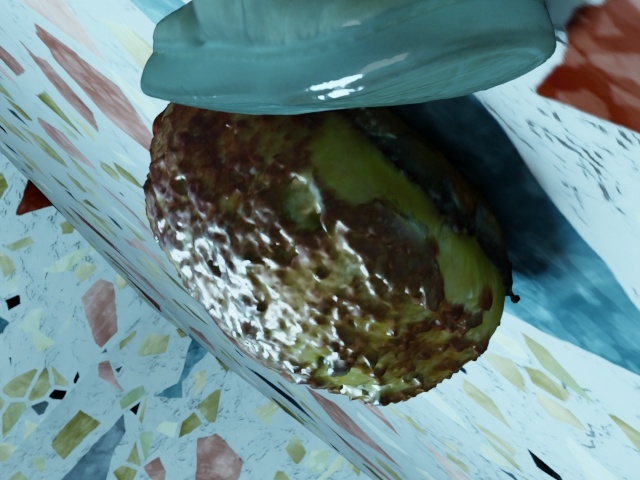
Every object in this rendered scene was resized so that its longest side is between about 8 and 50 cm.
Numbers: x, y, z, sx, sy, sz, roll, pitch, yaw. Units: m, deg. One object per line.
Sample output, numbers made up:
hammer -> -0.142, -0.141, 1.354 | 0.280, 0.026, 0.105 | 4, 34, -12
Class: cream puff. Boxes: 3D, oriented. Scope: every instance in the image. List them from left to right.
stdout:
cream puff -> 0.001, 0.001, 0.745 | 0.240, 0.164, 0.240 | 36, 163, 13

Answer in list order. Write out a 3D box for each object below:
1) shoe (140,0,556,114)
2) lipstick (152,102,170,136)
shoe -> -0.001, -0.105, 0.549 | 0.251, 0.103, 0.100 | 0, 94, 55
lipstick -> -0.020, -0.011, 0.978 | 0.279, 0.073, 0.073 | 50, 166, -33
